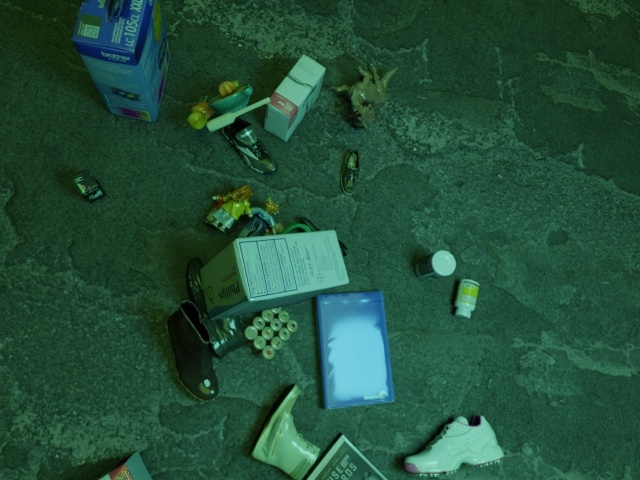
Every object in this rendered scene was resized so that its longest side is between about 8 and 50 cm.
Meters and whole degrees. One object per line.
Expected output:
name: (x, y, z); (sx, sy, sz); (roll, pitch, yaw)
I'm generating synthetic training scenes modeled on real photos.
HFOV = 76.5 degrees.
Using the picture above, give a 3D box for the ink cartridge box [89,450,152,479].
ink cartridge box: (-0.500, 0.617, 0.956); (0.176, 0.127, 0.128); (-28, 84, -17)

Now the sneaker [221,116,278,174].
sneaker: (-0.220, -0.301, 1.256); (0.078, 0.106, 0.234); (-43, 88, -17)

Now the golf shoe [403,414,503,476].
golf shoe: (0.368, 0.586, 1.164); (0.305, 0.115, 0.140); (-2, 66, -19)

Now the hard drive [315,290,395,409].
hard drive: (0.099, 0.317, 1.201); (0.210, 0.040, 0.319); (-2, 76, -12)

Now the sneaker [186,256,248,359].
sneaker: (-0.288, 0.177, 1.136); (0.130, 0.109, 0.287); (-21, 89, -24)

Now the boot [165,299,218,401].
boot: (-0.316, 0.288, 1.031); (0.090, 0.207, 0.249); (-25, 79, -37)

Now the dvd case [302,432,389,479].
dvd case: (0.085, 0.684, 1.112); (0.238, 0.029, 0.179); (44, 72, 1)

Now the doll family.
doll family: (-0.209, -0.066, 1.192); (0.262, 0.118, 0.163); (36, 75, -3)

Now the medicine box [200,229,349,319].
medicine box: (-0.125, 0.091, 1.053); (0.289, 0.263, 0.149); (-5, 74, -36)

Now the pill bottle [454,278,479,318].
pill bottle: (0.463, 0.187, 1.296); (0.065, 0.065, 0.117); (21, 73, -6)

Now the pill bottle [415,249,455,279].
pill bottle: (0.352, 0.081, 1.262); (0.078, 0.137, 0.078); (3, 77, -11)

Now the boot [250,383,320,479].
boot: (-0.069, 0.517, 1.098); (0.165, 0.077, 0.213); (31, 77, -2)

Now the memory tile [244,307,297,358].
memory tile: (-0.137, 0.251, 1.150); (0.113, 0.012, 0.148); (50, 50, -4)

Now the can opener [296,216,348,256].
can opener: (0.000, 0.000, 1.261); (0.186, 0.073, 0.059); (37, 111, 3)

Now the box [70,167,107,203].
box: (-0.650, -0.152, 1.141); (0.052, 0.083, 0.062); (-34, 85, -17)

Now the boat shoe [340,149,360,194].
boat shoe: (0.099, -0.227, 1.333); (0.056, 0.049, 0.152); (7, 75, -10)

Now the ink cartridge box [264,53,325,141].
ink cartridge box: (-0.083, -0.450, 1.294); (0.092, 0.158, 0.218); (30, 72, -1)

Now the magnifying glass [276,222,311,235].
magnifying glass: (-0.130, 0.009, 1.186); (0.230, 0.026, 0.092); (-18, 121, -26)

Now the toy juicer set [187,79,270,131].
toy juicer set: (-0.293, -0.397, 1.173); (0.209, 0.329, 0.090); (-32, 122, -11)

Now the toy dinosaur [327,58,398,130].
toy dinosaur: (0.168, -0.484, 1.381); (0.295, 0.127, 0.200); (-33, 92, -29)

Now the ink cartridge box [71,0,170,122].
ink cartridge box: (-0.526, -0.546, 1.103); (0.151, 0.395, 0.270); (7, 75, -10)
